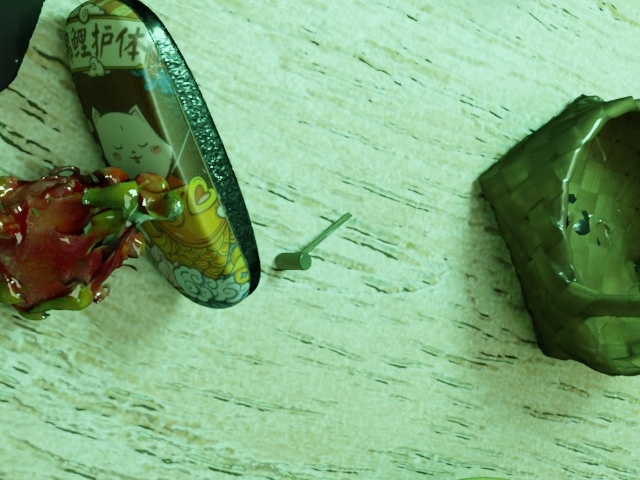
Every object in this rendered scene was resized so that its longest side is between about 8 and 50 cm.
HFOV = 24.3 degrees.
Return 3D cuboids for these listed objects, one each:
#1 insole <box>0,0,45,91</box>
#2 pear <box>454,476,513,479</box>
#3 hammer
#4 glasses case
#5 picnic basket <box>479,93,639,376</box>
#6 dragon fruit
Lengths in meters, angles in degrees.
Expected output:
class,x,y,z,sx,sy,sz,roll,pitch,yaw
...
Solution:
class,x,y,z,sx,sy,sz,roll,pitch,yaw
insole,-0.258,-0.292,1.359,0.119,0.009,0.348,30,76,-36
pear,0.191,0.414,1.633,0.309,0.309,0.309,-6,99,-39
hammer,0.000,0.000,1.594,0.110,0.035,0.019,-38,117,-39
glasses case,-0.147,-0.079,1.400,0.082,0.122,0.321,-35,116,-31
picnic basket,0.392,-0.001,1.729,0.293,0.337,0.337,-39,118,-30
dragon fruit,-0.221,-0.008,1.345,0.150,0.207,0.133,-96,164,-47
